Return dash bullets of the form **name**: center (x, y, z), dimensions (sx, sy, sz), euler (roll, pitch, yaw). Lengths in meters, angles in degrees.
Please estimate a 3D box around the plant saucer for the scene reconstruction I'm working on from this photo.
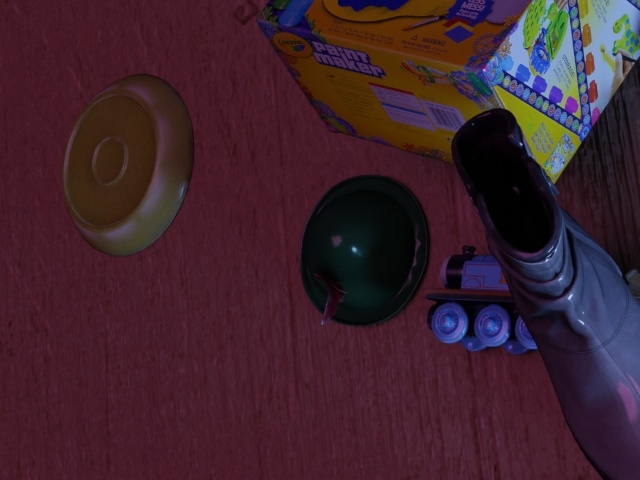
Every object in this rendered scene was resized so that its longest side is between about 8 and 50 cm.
- **plant saucer**: center (-0.261, -0.101, 1.995), dimensions (0.241, 0.037, 0.241), euler (-8, 77, 39)

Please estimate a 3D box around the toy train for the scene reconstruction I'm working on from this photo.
- **toy train**: center (0.189, 0.059, 1.549), dimensions (0.184, 0.080, 0.105), euler (2, 79, 37)

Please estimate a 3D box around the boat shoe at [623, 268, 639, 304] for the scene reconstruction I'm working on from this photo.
- **boat shoe**: center (0.295, 0.061, 1.432), dimensions (0.190, 0.068, 0.072), euler (-3, 76, 12)

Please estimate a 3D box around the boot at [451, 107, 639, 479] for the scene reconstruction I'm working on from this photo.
- **boot**: center (0.211, 0.059, 1.297), dimensions (0.118, 0.222, 0.338), euler (-34, 51, 3)

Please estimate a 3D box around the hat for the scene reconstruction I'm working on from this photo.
- **hat**: center (0.000, 0.000, 1.652), dimensions (0.208, 0.183, 0.173), euler (9, 87, 41)

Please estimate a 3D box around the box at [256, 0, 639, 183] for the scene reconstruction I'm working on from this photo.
- **box**: center (0.149, -0.234, 1.504), dimensions (0.290, 0.177, 0.279), euler (18, 65, 41)
